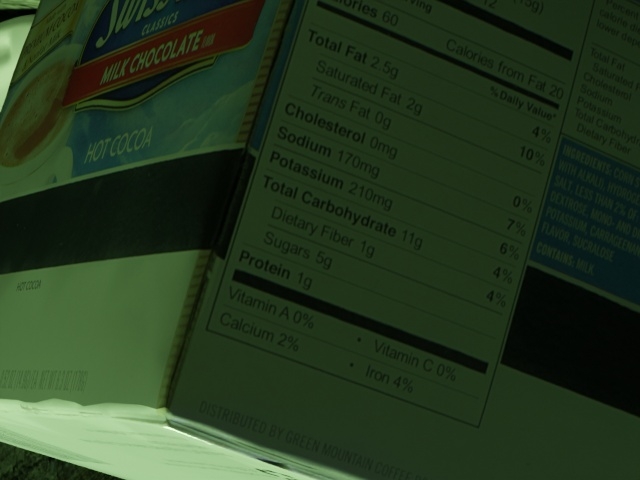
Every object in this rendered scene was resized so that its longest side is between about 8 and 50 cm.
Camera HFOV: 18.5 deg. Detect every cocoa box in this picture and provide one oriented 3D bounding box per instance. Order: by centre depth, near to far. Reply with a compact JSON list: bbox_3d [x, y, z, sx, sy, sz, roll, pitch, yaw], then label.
[{"bbox_3d":[0.000,0.000,0.844,0.231,0.228,0.347,21,168,-23],"label":"cocoa box"}]

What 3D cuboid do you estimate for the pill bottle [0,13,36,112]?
[{"bbox_3d":[-0.137,-0.051,1.386,0.161,0.161,0.283,5,174,25],"label":"pill bottle"}]
